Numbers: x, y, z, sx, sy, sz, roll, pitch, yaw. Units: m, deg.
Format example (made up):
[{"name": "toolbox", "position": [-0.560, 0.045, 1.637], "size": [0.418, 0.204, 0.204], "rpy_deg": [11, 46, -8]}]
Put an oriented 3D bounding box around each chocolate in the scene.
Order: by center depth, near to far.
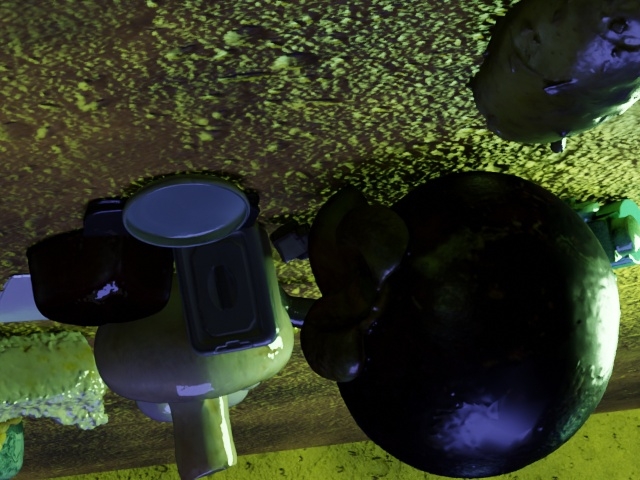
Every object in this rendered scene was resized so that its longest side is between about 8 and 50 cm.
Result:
[{"name": "chocolate", "position": [-0.195, 0.037, 1.496], "size": [0.149, 0.080, 0.125], "rpy_deg": [1, 165, -24]}]

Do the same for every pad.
[{"name": "pad", "position": [-0.273, 0.062, 1.719], "size": [0.156, 0.004, 0.232], "rpy_deg": [-3, 166, -19]}]

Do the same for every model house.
[{"name": "model house", "position": [0.000, 0.000, 1.516], "size": [0.083, 0.057, 0.058], "rpy_deg": [-27, -169, 5]}]

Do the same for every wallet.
[{"name": "wallet", "position": [-0.132, -0.023, 1.409], "size": [0.157, 0.018, 0.082], "rpy_deg": [-3, 165, -13]}]

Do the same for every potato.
[{"name": "potato", "position": [0.161, -0.117, 1.008], "size": [0.117, 0.090, 0.225], "rpy_deg": [2, 162, -16]}]

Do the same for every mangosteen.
[{"name": "mangosteen", "position": [0.121, 0.071, 1.405], "size": [0.288, 0.288, 0.288], "rpy_deg": [-7, 167, -2]}]

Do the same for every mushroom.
[{"name": "mushroom", "position": [-0.126, 0.139, 1.639], "size": [0.207, 0.215, 0.207], "rpy_deg": [-7, -178, 0]}]

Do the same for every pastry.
[{"name": "pastry", "position": [-0.360, 0.169, 1.866], "size": [0.258, 0.121, 0.089], "rpy_deg": [2, 157, -30]}]

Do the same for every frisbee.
[{"name": "frisbee", "position": [-0.115, -0.025, 1.360], "size": [0.110, 0.014, 0.110], "rpy_deg": [-7, 151, -4]}]

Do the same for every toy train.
[{"name": "toy train", "position": [0.213, 0.013, 1.605], "size": [0.248, 0.101, 0.159], "rpy_deg": [-13, -179, 27]}]

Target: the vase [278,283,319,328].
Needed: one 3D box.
[{"name": "vase", "position": [0.028, 0.089, 1.782], "size": [0.183, 0.120, 0.120], "rpy_deg": [8, 165, -5]}]

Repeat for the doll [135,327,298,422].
[{"name": "doll", "position": [-0.139, 0.167, 2.039], "size": [0.160, 0.094, 0.365], "rpy_deg": [-10, 170, -23]}]

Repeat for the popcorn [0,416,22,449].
[{"name": "popcorn", "position": [-0.459, 0.215, 1.927], "size": [0.194, 0.163, 0.140], "rpy_deg": [-2, 172, -35]}]

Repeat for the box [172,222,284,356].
[{"name": "box", "position": [-0.083, 0.043, 1.506], "size": [0.089, 0.122, 0.062], "rpy_deg": [-11, 179, 15]}]

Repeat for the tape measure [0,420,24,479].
[{"name": "tape measure", "position": [-0.531, 0.259, 2.109], "size": [0.275, 0.147, 0.256], "rpy_deg": [-10, 172, 32]}]
